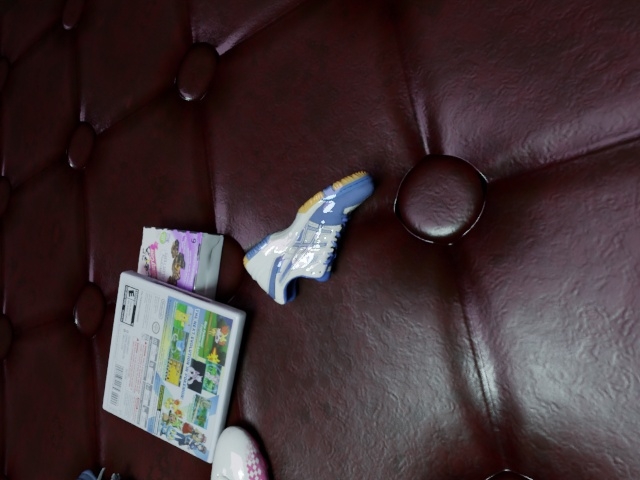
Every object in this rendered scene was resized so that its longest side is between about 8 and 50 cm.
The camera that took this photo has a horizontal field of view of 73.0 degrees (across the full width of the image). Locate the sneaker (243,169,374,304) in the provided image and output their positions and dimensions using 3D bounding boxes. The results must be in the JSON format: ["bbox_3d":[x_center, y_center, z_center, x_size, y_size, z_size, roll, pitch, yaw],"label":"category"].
[{"bbox_3d":[0.000,0.000,0.788,0.296,0.112,0.131,-40,83,23],"label":"sneaker"}]

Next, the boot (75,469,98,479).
[{"bbox_3d":[-0.548,0.659,1.054,0.069,0.086,0.190,-17,104,21],"label":"boot"}]

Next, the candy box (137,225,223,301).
[{"bbox_3d":[-0.323,0.058,0.981,0.196,0.070,0.164,6,88,31],"label":"candy box"}]

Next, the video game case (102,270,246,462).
[{"bbox_3d":[-0.318,0.260,0.913,0.300,0.036,0.329,16,100,19],"label":"video game case"}]

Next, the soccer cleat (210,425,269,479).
[{"bbox_3d":[-0.161,0.520,0.783,0.116,0.143,0.331,-15,76,29],"label":"soccer cleat"}]

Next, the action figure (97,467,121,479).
[{"bbox_3d":[-0.453,0.636,0.952,0.276,0.141,0.164,29,111,29],"label":"action figure"}]
